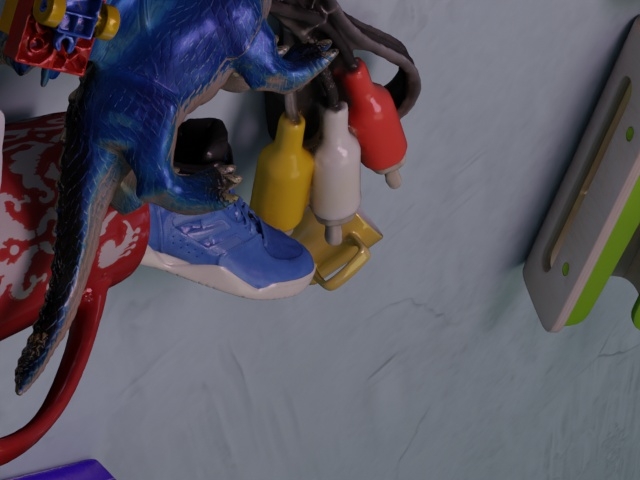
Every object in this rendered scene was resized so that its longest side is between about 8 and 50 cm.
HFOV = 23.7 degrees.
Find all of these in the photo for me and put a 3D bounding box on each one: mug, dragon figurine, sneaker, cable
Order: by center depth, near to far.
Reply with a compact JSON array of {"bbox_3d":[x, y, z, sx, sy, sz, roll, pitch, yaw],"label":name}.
[{"bbox_3d":[-0.089,-0.084,0.668,0.144,0.085,0.289,45,75,-30],"label":"dragon figurine"},{"bbox_3d":[-0.166,0.019,0.712,0.169,0.113,0.150,-25,107,-47],"label":"mug"},{"bbox_3d":[-0.056,-0.022,0.859,0.152,0.058,0.085,17,114,-27],"label":"sneaker"},{"bbox_3d":[0.007,-0.106,0.863,0.139,0.072,0.287,-32,150,-16],"label":"cable"},{"bbox_3d":[-0.002,-0.003,1.003,0.064,0.062,0.078,-42,-174,5],"label":"mug"}]

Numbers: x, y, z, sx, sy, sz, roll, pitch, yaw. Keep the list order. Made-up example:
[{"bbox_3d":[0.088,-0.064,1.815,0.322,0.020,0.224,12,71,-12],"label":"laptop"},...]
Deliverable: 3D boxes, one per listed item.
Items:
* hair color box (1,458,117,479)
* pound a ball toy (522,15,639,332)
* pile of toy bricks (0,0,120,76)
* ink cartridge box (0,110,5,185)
[{"bbox_3d":[-0.105,0.318,0.956,0.110,0.339,0.185,-4,129,-54],"label":"hair color box"},{"bbox_3d":[0.310,-0.030,1.327,0.208,0.136,0.319,5,130,-16],"label":"pound a ball toy"},{"bbox_3d":[-0.110,-0.179,0.564,0.118,0.105,0.212,10,103,-44],"label":"pile of toy bricks"},{"bbox_3d":[-0.193,-0.041,0.533,0.072,0.175,0.127,-28,146,-36],"label":"ink cartridge box"}]
